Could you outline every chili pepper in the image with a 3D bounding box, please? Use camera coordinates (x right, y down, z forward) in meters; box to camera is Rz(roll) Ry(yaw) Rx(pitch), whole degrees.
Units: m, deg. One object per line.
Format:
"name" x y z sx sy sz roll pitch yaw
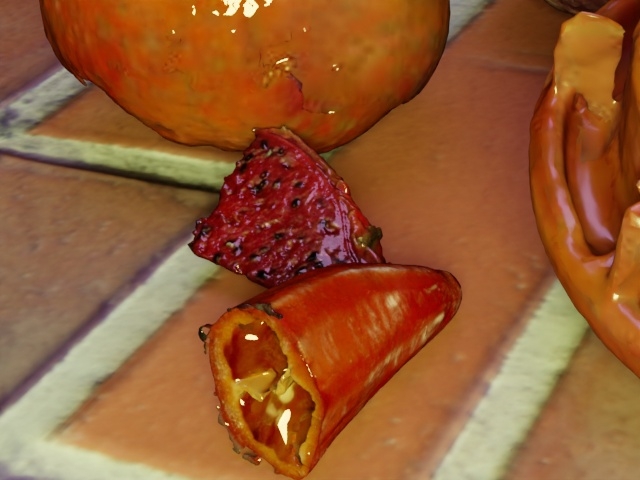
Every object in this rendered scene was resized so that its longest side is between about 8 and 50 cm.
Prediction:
"chili pepper" 0.022 0.047 0.772 0.065 0.088 0.169 1 17 38

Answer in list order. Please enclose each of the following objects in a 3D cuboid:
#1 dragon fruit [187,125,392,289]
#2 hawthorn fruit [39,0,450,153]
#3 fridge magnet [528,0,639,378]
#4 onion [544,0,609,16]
"dragon fruit" 0.000 0.002 0.882 0.131 0.063 0.097 24 68 31
"hawthorn fruit" -0.051 -0.211 0.982 0.276 0.308 0.276 -4 16 1
"fridge magnet" 0.284 -0.038 0.757 0.363 0.155 0.364 -1 49 1
"onion" 0.239 -0.241 1.059 0.267 0.159 0.348 -7 -9 14
